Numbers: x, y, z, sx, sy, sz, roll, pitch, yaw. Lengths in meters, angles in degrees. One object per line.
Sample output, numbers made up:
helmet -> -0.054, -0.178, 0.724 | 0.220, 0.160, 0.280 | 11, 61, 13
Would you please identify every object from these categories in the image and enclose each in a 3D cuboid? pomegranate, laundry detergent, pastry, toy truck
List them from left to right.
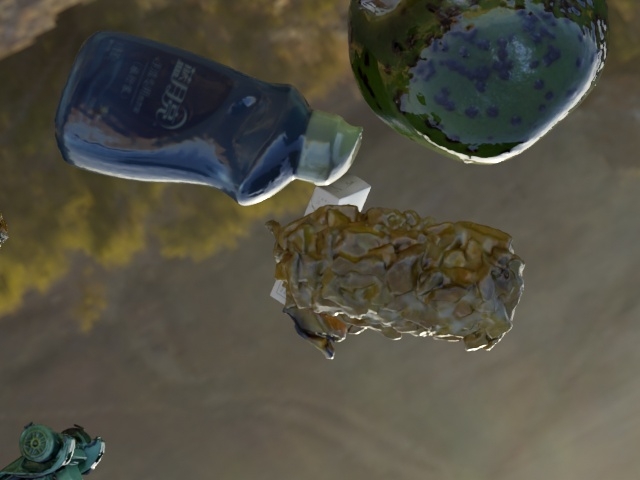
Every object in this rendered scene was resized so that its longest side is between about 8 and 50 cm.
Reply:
toy truck -> -0.241, 0.208, 1.405 | 0.154, 0.078, 0.080 | -34, 162, 11
laundry detergent -> -0.106, -0.112, 1.737 | 0.290, 0.143, 0.094 | 12, 150, 5
pastry -> 0.066, 0.038, 1.689 | 0.250, 0.102, 0.154 | 6, 144, -1
pomegranate -> 0.132, -0.200, 1.632 | 0.270, 0.254, 0.254 | 27, 131, -28

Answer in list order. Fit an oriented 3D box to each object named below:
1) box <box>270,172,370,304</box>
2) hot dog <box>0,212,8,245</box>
box -> 0.000, 0.000, 2.088 | 0.084, 0.040, 0.154 | -21, 140, -57
hot dog -> -0.450, -0.018, 1.952 | 0.269, 0.072, 0.115 | 10, -148, 41
